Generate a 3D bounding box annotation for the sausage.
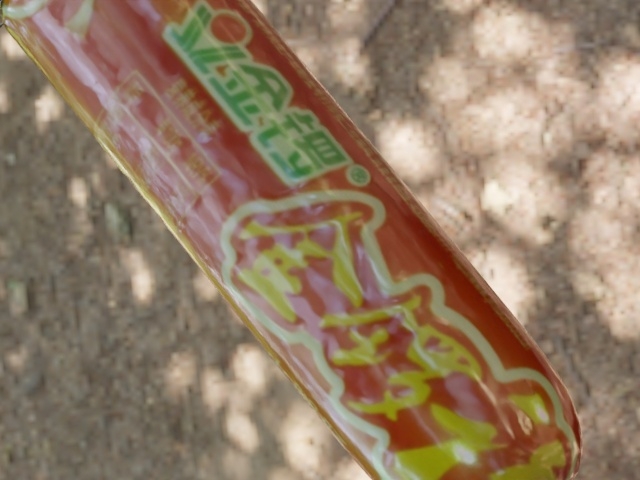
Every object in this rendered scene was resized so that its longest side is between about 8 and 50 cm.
[{"bbox_3d":[0.000,0.000,0.537,0.264,0.083,0.083,50,139,10],"label":"sausage"}]
